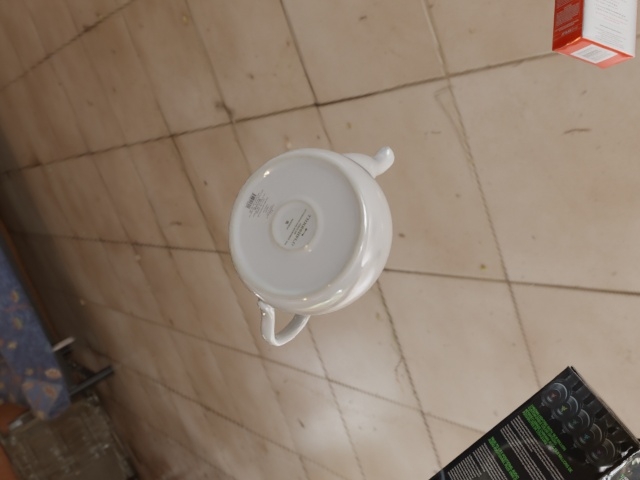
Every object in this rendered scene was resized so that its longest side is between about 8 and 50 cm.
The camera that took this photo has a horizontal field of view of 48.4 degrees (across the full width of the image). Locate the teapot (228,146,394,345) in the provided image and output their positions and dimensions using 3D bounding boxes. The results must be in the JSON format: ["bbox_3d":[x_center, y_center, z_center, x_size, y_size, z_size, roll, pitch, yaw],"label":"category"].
[{"bbox_3d":[0.000,0.000,1.043,0.256,0.187,0.253,-20,72,19],"label":"teapot"}]

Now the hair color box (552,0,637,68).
[{"bbox_3d":[0.274,-0.250,0.705,0.043,0.072,0.141,-11,70,65],"label":"hair color box"}]

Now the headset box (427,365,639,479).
[{"bbox_3d":[0.268,0.308,0.785,0.246,0.283,0.131,42,-169,-31],"label":"headset box"}]
